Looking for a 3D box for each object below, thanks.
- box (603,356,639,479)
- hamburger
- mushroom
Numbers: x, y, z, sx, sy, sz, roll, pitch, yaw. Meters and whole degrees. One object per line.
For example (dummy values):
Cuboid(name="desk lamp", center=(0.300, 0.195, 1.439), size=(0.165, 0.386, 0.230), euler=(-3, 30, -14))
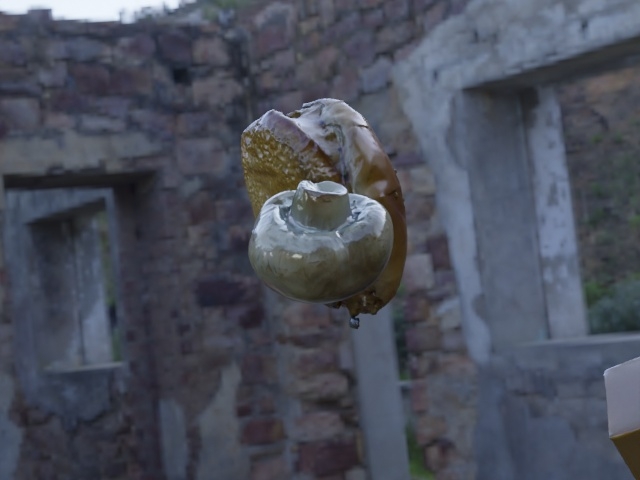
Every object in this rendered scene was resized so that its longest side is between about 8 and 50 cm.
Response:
Cuboid(name="box", center=(0.473, 0.259, 1.139), size=(0.264, 0.415, 0.115), euler=(-27, 22, 22))
Cuboid(name="hamburger", center=(0.008, -0.040, 1.685), size=(0.170, 0.314, 0.290), euler=(-17, 10, -18))
Cuboid(name="mushroom", center=(0.000, 0.000, 1.156), size=(0.148, 0.112, 0.148), euler=(7, 20, -2))
